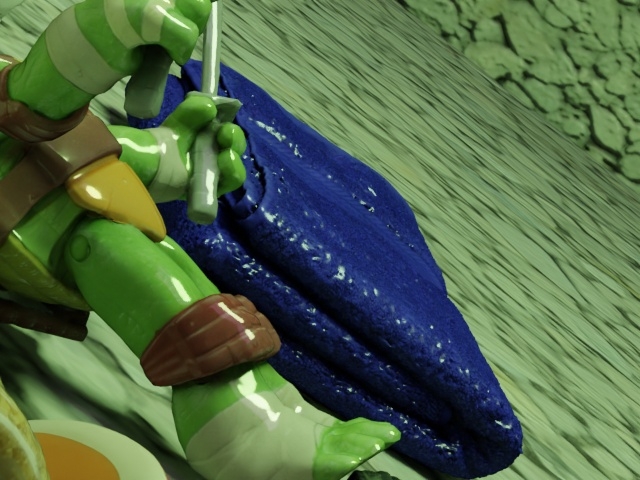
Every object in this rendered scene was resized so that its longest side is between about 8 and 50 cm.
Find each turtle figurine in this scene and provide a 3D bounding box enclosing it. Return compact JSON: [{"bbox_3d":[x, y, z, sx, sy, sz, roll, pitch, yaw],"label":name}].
[{"bbox_3d":[-0.043,-0.034,0.788,0.275,0.198,0.266,-32,87,-33],"label":"turtle figurine"}]

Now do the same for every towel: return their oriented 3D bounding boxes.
[{"bbox_3d":[0.000,0.000,1.134,0.228,0.076,0.308,32,14,-20],"label":"towel"}]

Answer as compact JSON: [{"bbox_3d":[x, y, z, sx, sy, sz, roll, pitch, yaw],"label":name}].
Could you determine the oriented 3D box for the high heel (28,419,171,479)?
[{"bbox_3d":[-0.039,0.145,0.594,0.244,0.082,0.117,32,-28,48],"label":"high heel"}]

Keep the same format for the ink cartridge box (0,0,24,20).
[{"bbox_3d":[-0.245,-0.320,1.255,0.131,0.226,0.306,22,19,-48],"label":"ink cartridge box"}]

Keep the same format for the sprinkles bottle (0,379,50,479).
[{"bbox_3d":[-0.176,-0.018,0.599,0.121,0.121,0.355,29,18,-35],"label":"sprinkles bottle"}]

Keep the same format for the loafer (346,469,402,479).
[{"bbox_3d":[0.044,0.149,0.731,0.078,0.076,0.223,27,11,-10],"label":"loafer"}]
